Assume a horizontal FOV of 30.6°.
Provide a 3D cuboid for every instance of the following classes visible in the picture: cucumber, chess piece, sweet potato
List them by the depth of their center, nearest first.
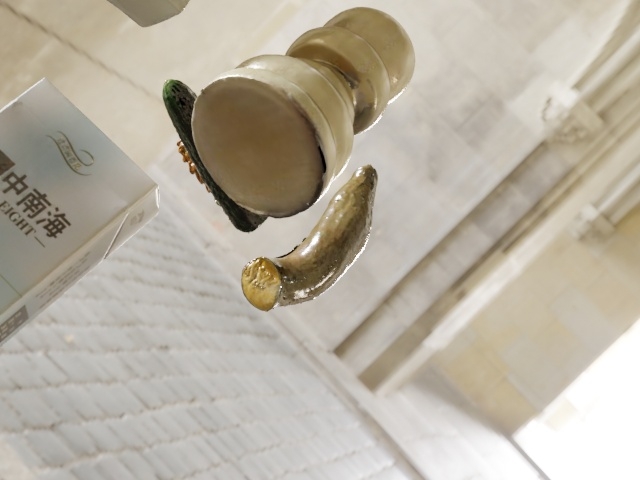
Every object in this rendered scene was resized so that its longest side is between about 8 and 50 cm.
[{"bbox_3d":[0.004,-0.139,1.119,0.143,0.143,0.261,45,42,1],"label":"chess piece"},{"bbox_3d":[-0.135,-0.108,1.446,0.215,0.052,0.058,58,-12,-20],"label":"cucumber"},{"bbox_3d":[0.004,-0.001,1.655,0.112,0.286,0.085,51,-26,-19],"label":"sweet potato"}]

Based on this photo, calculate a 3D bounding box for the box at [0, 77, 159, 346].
[{"bbox_3d":[-0.278,-0.011,1.015,0.155,0.243,0.067,44,-23,10],"label":"box"}]

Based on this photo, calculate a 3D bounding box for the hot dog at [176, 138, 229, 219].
[{"bbox_3d":[-0.154,-0.101,1.739,0.055,0.072,0.188,-22,60,-39],"label":"hot dog"}]

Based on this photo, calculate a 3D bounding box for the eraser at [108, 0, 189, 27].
[{"bbox_3d":[-0.104,-0.340,1.134,0.081,0.279,0.124,38,-14,-24],"label":"eraser"}]
